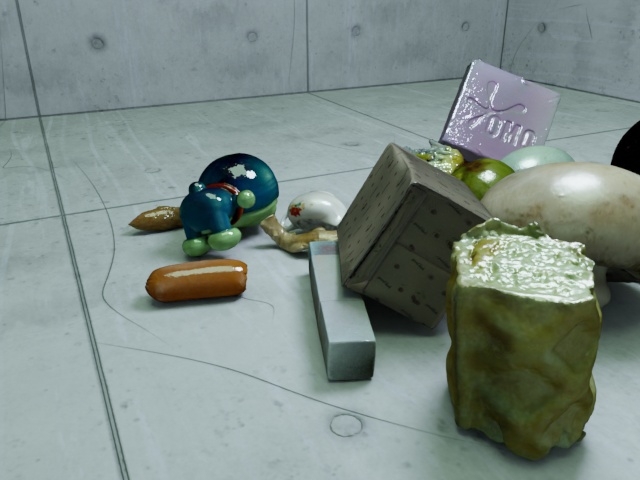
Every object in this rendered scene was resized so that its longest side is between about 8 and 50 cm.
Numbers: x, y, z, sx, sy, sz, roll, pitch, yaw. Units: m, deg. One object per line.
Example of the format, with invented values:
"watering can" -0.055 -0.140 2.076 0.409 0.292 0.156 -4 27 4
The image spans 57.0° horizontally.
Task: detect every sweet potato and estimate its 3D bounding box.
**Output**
"sweet potato" -0.374 -0.058 1.468 0.205 0.060 0.068 -2 56 -29

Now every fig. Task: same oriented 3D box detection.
"fig" 0.393 -0.083 1.388 0.225 0.203 0.203 33 16 -20

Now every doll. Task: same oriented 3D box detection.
"doll" -0.210 -0.099 1.385 0.198 0.186 0.322 -12 18 22

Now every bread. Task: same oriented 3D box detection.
"bread" 0.270 0.131 0.805 0.195 0.252 0.239 1 27 6

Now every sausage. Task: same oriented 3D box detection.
"sausage" -0.238 0.078 1.143 0.197 0.077 0.076 -6 25 -9

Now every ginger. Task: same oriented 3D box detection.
"ginger" 0.000 0.000 1.316 0.287 0.075 0.089 15 50 20

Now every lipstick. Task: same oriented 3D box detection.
"lipstick" 0.030 0.109 1.065 0.079 0.076 0.371 -1 24 -6

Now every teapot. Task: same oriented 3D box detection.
"teapot" -0.012 -0.063 1.397 0.226 0.093 0.145 -7 -27 44

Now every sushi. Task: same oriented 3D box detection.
"sushi" 0.299 -0.182 1.637 0.184 0.140 0.274 12 26 23

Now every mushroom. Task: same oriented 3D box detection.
"mushroom" 0.464 0.012 1.099 0.361 0.295 0.362 8 -6 1

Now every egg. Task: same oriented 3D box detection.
"egg" 0.563 -0.164 1.556 0.236 0.169 0.169 -13 26 -12

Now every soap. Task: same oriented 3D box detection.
"soap" 0.531 -0.356 1.766 0.296 0.286 0.107 21 -10 -1

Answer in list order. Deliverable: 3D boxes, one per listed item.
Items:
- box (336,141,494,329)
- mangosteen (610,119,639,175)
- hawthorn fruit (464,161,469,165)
"box" 0.168 -0.022 1.102 0.190 0.225 0.297 27 19 -11
"mangosteen" 0.861 -0.160 1.440 0.306 0.307 0.347 3 -5 7
"hawthorn fruit" 0.479 -0.345 1.899 0.196 0.226 0.196 1 11 0
